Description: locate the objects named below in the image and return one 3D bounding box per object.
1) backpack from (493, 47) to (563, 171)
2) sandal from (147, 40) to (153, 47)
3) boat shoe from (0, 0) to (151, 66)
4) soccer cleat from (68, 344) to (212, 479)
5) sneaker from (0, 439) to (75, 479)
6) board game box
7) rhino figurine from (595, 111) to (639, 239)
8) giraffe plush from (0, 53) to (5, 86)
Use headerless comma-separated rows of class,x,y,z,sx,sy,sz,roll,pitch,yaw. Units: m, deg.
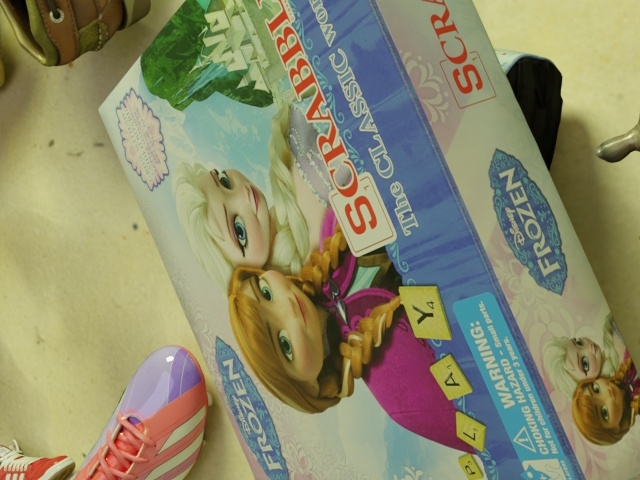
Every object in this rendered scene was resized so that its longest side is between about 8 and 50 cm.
backpack,0.091,-0.062,0.550,0.084,0.105,0.114,21,103,32
sandal,-0.024,-0.117,0.656,0.240,0.088,0.079,8,128,40
boat shoe,-0.253,-0.278,0.678,0.307,0.104,0.111,56,153,-15
soccer cleat,-0.168,0.196,0.741,0.083,0.095,0.248,39,113,26
sneaker,-0.278,0.210,0.846,0.118,0.042,0.067,-37,76,32
board game box,0.000,0.000,0.539,0.318,0.066,0.318,-28,85,56
rhino figurine,0.207,-0.114,0.469,0.073,0.106,0.243,25,106,30
giraffe plush,-0.367,-0.254,0.823,0.210,0.181,0.170,-48,46,37
